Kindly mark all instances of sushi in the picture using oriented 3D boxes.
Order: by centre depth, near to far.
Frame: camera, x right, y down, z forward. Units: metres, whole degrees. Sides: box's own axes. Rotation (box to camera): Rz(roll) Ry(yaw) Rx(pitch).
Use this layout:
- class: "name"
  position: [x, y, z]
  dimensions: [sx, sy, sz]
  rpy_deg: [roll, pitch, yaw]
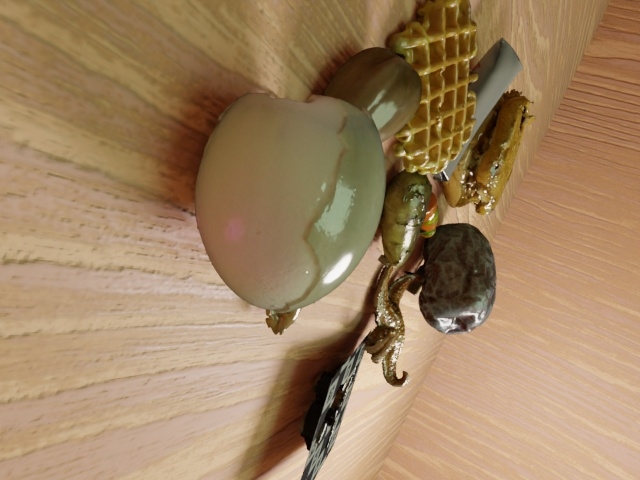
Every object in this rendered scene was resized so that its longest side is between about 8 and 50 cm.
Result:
- class: "sushi"
  position: [0.003, 0.403, 0.976]
  dimensions: [0.343, 0.064, 0.359]
  rpy_deg: [-13, 120, -70]

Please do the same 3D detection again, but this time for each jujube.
- class: "jujube"
  position: [0.388, 0.103, 1.190]
  dimensions: [0.226, 0.226, 0.316]
  rpy_deg: [67, 28, -56]

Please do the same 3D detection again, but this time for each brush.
- class: "brush"
  position: [0.347, 0.075, 1.324]
  dimensions: [0.248, 0.043, 0.036]
  rpy_deg: [-51, 157, -22]

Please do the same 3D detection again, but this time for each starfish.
- class: "starfish"
  position: [0.193, 0.211, 1.090]
  dimensions: [0.312, 0.113, 0.303]
  rpy_deg: [62, 41, -56]

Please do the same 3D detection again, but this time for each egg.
- class: "egg"
  position: [-0.031, -0.029, 0.413]
  dimensions: [0.183, 0.183, 0.217]
  rpy_deg: [-14, 115, -56]

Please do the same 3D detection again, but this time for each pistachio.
- class: "pistachio"
  position: [0.055, -0.171, 0.538]
  dimensions: [0.185, 0.108, 0.126]
  rpy_deg: [-45, 178, -18]

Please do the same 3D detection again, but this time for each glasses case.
- class: "glasses case"
  position: [0.310, -0.283, 0.899]
  dimensions: [0.308, 0.083, 0.128]
  rpy_deg: [-55, 140, -3]

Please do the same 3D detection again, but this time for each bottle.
- class: "bottle"
  position: [0.256, -0.056, 1.023]
  dimensions: [0.069, 0.069, 0.187]
  rpy_deg: [-59, 154, -10]

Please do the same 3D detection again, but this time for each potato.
- class: "potato"
  position: [0.171, -0.044, 0.860]
  dimensions: [0.117, 0.090, 0.225]
  rpy_deg: [-34, 140, -43]

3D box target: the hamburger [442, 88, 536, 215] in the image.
- class: "hamburger"
  position: [0.424, -0.219, 1.075]
  dimensions: [0.319, 0.158, 0.318]
  rpy_deg: [-40, 144, -38]

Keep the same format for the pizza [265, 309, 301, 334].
- class: "pizza"
  position: [0.000, 0.000, 0.619]
  dimensions: [0.297, 0.071, 0.189]
  rpy_deg: [-55, 152, -15]

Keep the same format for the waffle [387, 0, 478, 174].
- class: "waffle"
  position: [0.205, -0.256, 0.715]
  dimensions: [0.309, 0.065, 0.283]
  rpy_deg: [27, 85, -54]
